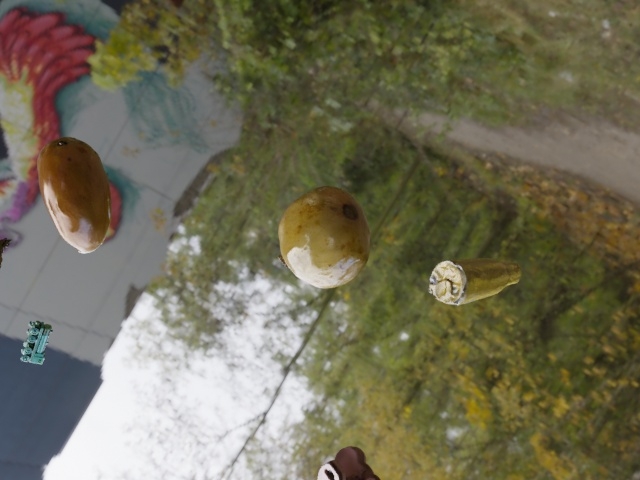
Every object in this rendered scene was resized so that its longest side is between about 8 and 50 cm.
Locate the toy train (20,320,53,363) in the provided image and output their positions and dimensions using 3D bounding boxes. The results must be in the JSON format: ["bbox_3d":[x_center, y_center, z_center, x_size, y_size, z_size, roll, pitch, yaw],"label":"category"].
[{"bbox_3d":[-0.516,0.186,1.628,0.045,0.092,0.029,15,-153,-24],"label":"toy train"}]

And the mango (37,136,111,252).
[{"bbox_3d":[-0.319,-0.058,1.188,0.105,0.084,0.159,-95,-14,-69],"label":"mango"}]

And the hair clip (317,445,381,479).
[{"bbox_3d":[0.039,0.468,1.671,0.102,0.138,0.123,4,-154,-38],"label":"hair clip"}]

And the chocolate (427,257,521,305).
[{"bbox_3d":[0.289,0.066,1.589,0.219,0.085,0.086,-5,-150,-45],"label":"chocolate"}]

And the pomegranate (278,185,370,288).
[{"bbox_3d":[0.000,0.000,1.651,0.196,0.196,0.196,31,-176,-2],"label":"pomegranate"}]

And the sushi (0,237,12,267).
[{"bbox_3d":[-0.859,0.105,2.139,0.149,0.287,0.140,24,173,-17],"label":"sushi"}]
